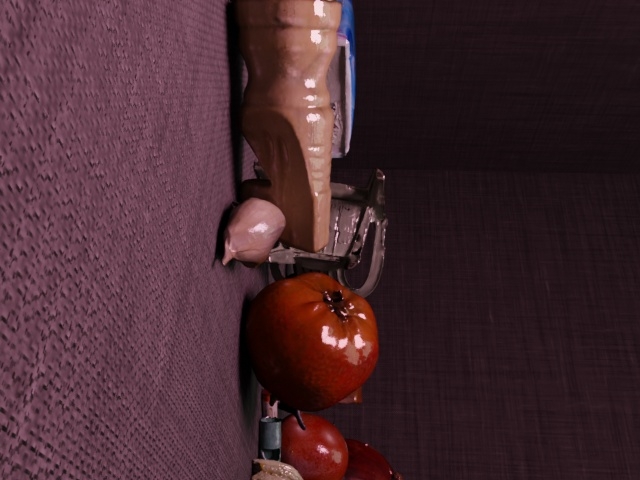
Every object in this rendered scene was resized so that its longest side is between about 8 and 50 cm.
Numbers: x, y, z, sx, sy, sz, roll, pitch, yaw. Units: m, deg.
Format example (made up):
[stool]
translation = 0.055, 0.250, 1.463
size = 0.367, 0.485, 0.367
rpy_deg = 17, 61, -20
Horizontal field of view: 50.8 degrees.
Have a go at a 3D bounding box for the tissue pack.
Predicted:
[tissue pack]
translation = -0.016, -0.275, 1.080
size = 0.263, 0.146, 0.198
rpy_deg = -85, 175, -54

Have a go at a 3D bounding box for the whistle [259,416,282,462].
[whistle]
translation = -0.085, 0.390, 1.118
size = 0.039, 0.039, 0.186
rpy_deg = 13, 79, -88

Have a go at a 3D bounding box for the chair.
[chair]
translation = 0.000, 0.000, 1.086
size = 0.274, 0.204, 0.190
rpy_deg = 52, 44, -78

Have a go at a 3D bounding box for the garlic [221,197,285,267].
[garlic]
translation = -0.074, -0.009, 0.768
size = 0.152, 0.066, 0.084
rpy_deg = 91, 3, -86

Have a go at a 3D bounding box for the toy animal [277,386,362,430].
[toy animal]
translation = -0.008, 0.282, 1.365
size = 0.298, 0.186, 0.122
rpy_deg = -27, 122, -59

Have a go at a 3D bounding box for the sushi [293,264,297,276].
[sushi]
translation = -0.003, 0.073, 1.526
size = 0.097, 0.103, 0.225
rpy_deg = -25, 99, -70

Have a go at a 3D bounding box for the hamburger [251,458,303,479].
[hamburger]
translation = -0.064, 0.396, 1.056
size = 0.054, 0.084, 0.121
rpy_deg = -88, 180, -56

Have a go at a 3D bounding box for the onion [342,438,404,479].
[onion]
translation = 0.057, 0.680, 1.763
size = 0.341, 0.342, 0.341
rpy_deg = 1, 90, -88

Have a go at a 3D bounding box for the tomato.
[tomato]
translation = -0.026, 0.427, 1.341
size = 0.167, 0.168, 0.167
rpy_deg = 1, 90, -88

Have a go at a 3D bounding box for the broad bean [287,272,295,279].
[broad bean]
translation = -0.061, 0.136, 1.509
size = 0.226, 0.039, 0.069
rpy_deg = -90, 177, -58

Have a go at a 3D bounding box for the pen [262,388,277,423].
[pen]
translation = -0.086, 0.363, 1.181
size = 0.028, 0.028, 0.239
rpy_deg = -83, 173, -68

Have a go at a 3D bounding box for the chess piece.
[chess piece]
translation = -0.038, -0.135, 0.810
size = 0.137, 0.137, 0.300
rpy_deg = -80, 170, -75

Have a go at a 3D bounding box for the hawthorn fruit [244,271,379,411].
[hawthorn fruit]
translation = -0.025, 0.161, 0.956
size = 0.196, 0.197, 0.225
rpy_deg = -85, -159, -56
